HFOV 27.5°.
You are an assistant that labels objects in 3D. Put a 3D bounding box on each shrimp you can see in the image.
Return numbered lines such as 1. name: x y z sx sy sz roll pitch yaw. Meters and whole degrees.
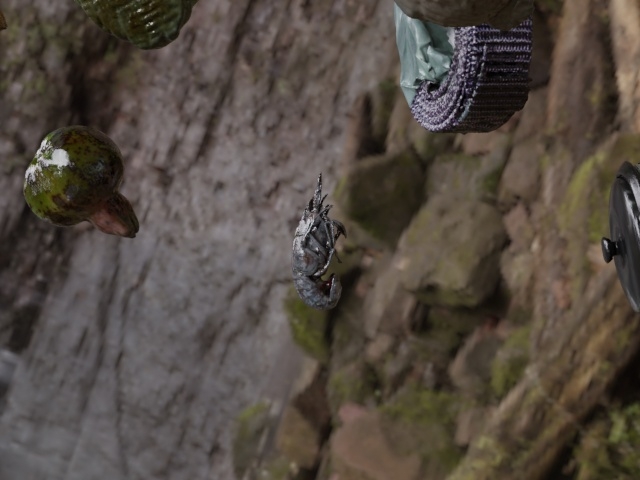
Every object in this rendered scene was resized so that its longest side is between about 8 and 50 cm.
1. shrimp: 0.000 0.000 1.557 0.056 0.065 0.165 -109 26 -88

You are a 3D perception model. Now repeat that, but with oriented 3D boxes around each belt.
1. belt: 0.179 -0.297 1.735 0.260 0.122 0.325 124 138 -62

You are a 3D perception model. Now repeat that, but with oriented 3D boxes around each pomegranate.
1. pomegranate: -0.303 -0.066 1.665 0.138 0.163 0.125 -43 -17 20

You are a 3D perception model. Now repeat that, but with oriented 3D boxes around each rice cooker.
1. rice cooker: 0.516 -0.004 1.866 0.241 0.227 0.280 78 -176 -47

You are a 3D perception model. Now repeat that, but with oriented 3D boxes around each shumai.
1. shumai: -0.233 -0.361 1.711 0.142 0.184 0.184 -67 2 -54

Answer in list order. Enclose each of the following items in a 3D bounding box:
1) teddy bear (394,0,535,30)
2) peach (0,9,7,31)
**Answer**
1. teddy bear: 0.138 -0.312 1.211 0.151 0.236 0.267 -57 -15 -23
2. peach: -0.464 -0.304 1.728 0.061 0.098 0.098 -36 17 13
